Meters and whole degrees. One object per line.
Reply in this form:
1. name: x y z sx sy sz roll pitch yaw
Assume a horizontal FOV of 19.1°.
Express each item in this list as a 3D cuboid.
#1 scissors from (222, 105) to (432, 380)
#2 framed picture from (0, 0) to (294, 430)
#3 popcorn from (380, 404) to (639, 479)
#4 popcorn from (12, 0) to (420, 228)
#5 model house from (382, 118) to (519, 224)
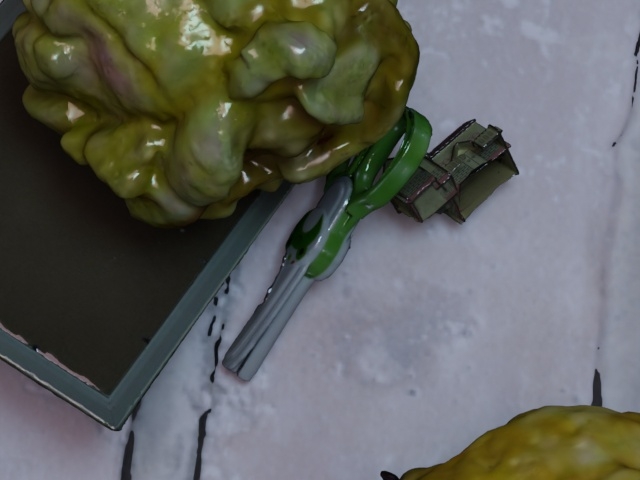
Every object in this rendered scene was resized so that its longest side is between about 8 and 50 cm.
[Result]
1. scissors: 0.000 0.000 1.216 0.027 0.101 0.204 30 92 -23
2. framed picture: -0.146 -0.046 1.203 0.231 0.018 0.293 33 59 4
3. popcorn: 0.139 0.211 1.131 0.253 0.191 0.190 -18 113 -5
4. popcorn: -0.066 -0.114 1.129 0.259 0.259 0.212 44 111 6
5. model house: 0.078 -0.046 1.241 0.083 0.057 0.058 -41 45 -9
